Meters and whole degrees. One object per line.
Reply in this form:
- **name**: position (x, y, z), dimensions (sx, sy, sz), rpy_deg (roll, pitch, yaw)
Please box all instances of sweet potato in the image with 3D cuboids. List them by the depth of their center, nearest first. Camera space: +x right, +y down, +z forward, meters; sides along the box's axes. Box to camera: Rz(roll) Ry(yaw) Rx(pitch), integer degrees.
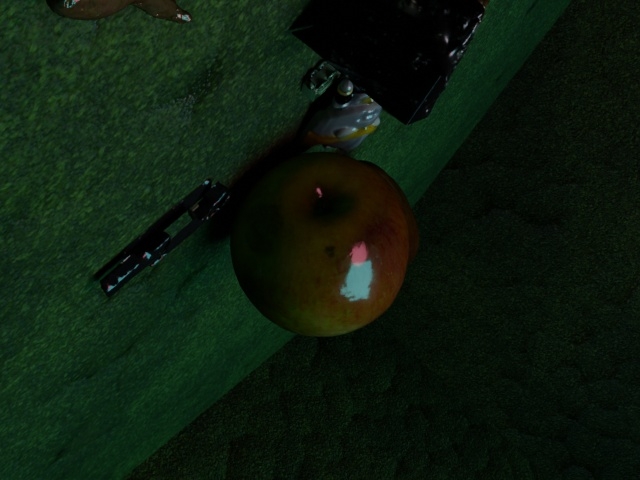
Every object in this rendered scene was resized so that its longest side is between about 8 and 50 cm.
- **sweet potato**: position (-0.176, -0.219, 0.749), dimensions (0.050, 0.050, 0.214), rpy_deg (-52, 173, 22)

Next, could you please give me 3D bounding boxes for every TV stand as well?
- **TV stand**: position (-0.241, -0.006, 1.296), dimensions (0.249, 0.042, 0.036), rpy_deg (-43, 171, -24)

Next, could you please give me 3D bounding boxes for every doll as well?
- **doll**: position (0.062, -0.238, 1.482), dimensions (0.145, 0.103, 0.316), rpy_deg (-49, 176, -27)

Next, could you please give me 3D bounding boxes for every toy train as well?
- **toy train**: position (0.007, -0.267, 1.367), dimensions (0.083, 0.033, 0.053), rpy_deg (-44, 174, -21)

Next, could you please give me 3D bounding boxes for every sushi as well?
- **sushi**: position (0.132, -0.315, 1.190), dimensions (0.212, 0.215, 0.227), rpy_deg (-54, 168, 30)

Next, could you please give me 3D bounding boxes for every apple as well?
- **apple**: position (0.000, 0.000, 1.536), dimensions (0.339, 0.339, 0.339), rpy_deg (-46, 170, -11)

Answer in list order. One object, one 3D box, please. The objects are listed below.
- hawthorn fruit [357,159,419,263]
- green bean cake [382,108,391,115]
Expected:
- **hawthorn fruit**: position (0.097, -0.021, 1.912), dimensions (0.267, 0.301, 0.268), rpy_deg (-29, 175, -3)
- **green bean cake**: position (0.178, -0.347, 1.555), dimensions (0.214, 0.113, 0.200), rpy_deg (-42, 169, -27)
